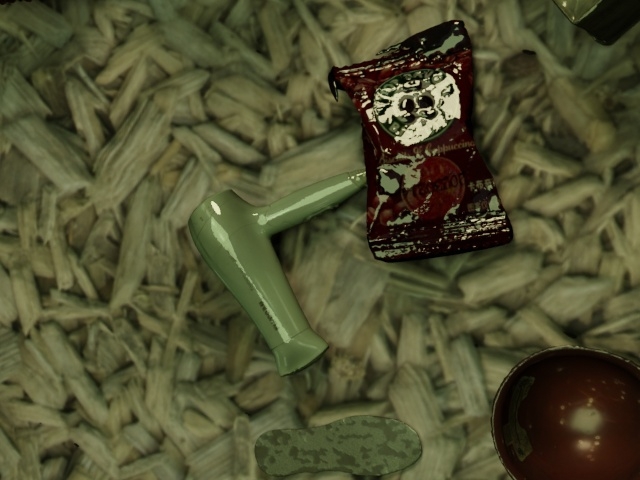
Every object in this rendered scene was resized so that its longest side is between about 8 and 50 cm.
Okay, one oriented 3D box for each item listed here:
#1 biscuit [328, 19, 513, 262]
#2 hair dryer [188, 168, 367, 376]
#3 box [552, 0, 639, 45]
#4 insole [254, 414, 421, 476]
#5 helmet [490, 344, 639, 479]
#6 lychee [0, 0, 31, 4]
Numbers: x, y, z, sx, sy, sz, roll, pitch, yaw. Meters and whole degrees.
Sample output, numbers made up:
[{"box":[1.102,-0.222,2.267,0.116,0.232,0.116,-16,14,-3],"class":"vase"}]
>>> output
[{"box":[0.099,-0.097,1.586,0.151,0.063,0.235,-12,80,3],"class":"biscuit"},{"box":[0.000,0.000,1.647,0.237,0.075,0.206,-35,84,12],"class":"hair dryer"},{"box":[0.242,-0.324,1.479,0.155,0.149,0.231,-39,76,18],"class":"box"},{"box":[0.017,0.222,1.662,0.193,0.006,0.065,-9,88,24],"class":"insole"},{"box":[0.261,0.172,1.501,0.175,0.106,0.155,-7,90,21],"class":"helmet"},{"box":[-0.349,-0.382,1.690,0.236,0.236,0.271,32,108,20],"class":"lychee"}]
